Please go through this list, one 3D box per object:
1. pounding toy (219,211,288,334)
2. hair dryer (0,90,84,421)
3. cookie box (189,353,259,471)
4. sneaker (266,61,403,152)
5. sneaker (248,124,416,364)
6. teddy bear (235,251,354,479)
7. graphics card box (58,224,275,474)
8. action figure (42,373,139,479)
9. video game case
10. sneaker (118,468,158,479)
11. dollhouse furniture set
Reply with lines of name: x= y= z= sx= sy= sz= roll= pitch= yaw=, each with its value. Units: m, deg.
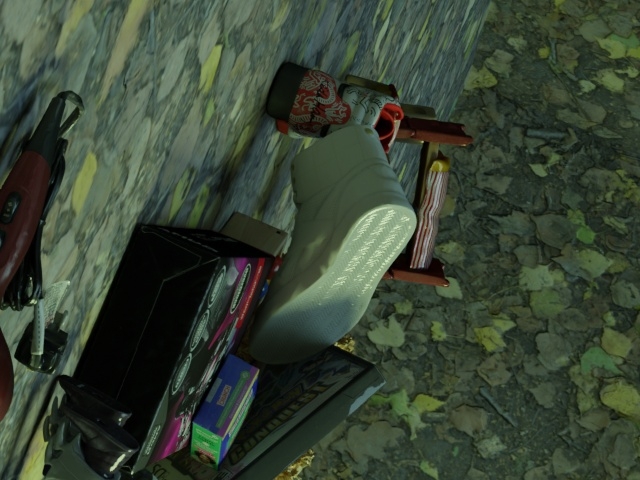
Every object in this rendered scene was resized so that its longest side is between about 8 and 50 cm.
pounding toy: x=-0.088 y=0.059 z=2.228 sx=0.130 sy=0.100 sz=0.141 roll=-56 pitch=167 yaw=-54
hair dryer: x=-0.234 y=0.024 z=1.246 sx=0.293 sy=0.080 sz=0.224 roll=-63 pitch=159 yaw=-72
cookie box: x=-0.105 y=0.188 z=2.011 sx=0.107 sy=0.040 sz=0.092 roll=100 pitch=16 yaw=-63
sneaker: x=0.026 y=-0.147 z=2.237 sx=0.270 sy=0.145 sz=0.090 roll=4 pitch=109 yaw=-83
sneaker: x=0.000 y=0.000 z=2.127 sx=0.292 sy=0.108 sz=0.169 roll=-51 pitch=-140 yaw=33
teddy bear: x=-0.070 y=0.164 z=2.363 sx=0.245 sy=0.113 sz=0.338 roll=8 pitch=-107 yaw=54
graphics card box: x=-0.152 y=0.104 z=1.932 sx=0.371 sy=0.094 sz=0.233 roll=13 pitch=101 yaw=-82
action figure: x=-0.260 y=0.274 z=1.691 sx=0.285 sy=0.099 sz=0.185 roll=-64 pitch=-179 yaw=9
video game case: x=-0.081 y=0.214 z=2.138 sx=0.275 sy=0.035 sz=0.248 roll=-39 pitch=-161 yaw=-13
sneaker: x=-0.266 y=0.356 z=1.903 sx=0.292 sy=0.110 sz=0.118 roll=-56 pitch=178 yaw=-15
dollhouse furniture set: x=0.100 y=-0.087 z=2.489 sx=0.374 sy=0.152 sz=0.201 roll=-93 pitch=-170 yaw=-76
